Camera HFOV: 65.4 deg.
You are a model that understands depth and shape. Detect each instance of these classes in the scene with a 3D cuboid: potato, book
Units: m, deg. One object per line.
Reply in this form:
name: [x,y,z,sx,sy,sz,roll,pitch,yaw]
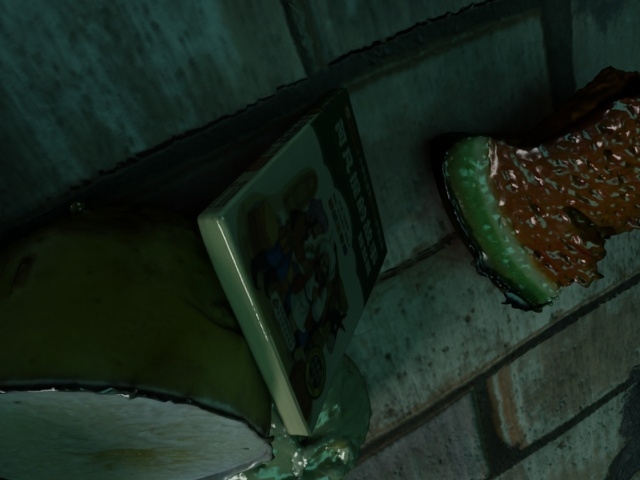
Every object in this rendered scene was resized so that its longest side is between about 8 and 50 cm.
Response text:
potato: [-0.162,0.097,0.436,0.247,0.196,0.299,2,142,-7]
book: [0.000,0.000,0.446,0.027,0.264,0.201,-4,120,25]

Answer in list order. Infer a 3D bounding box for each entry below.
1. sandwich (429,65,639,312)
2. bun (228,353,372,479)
sandwich: [0.286,-0.086,0.569,0.301,0.162,0.250,-32,111,26]
bun: [-0.033,0.221,0.573,0.212,0.126,0.204,-47,120,1]
